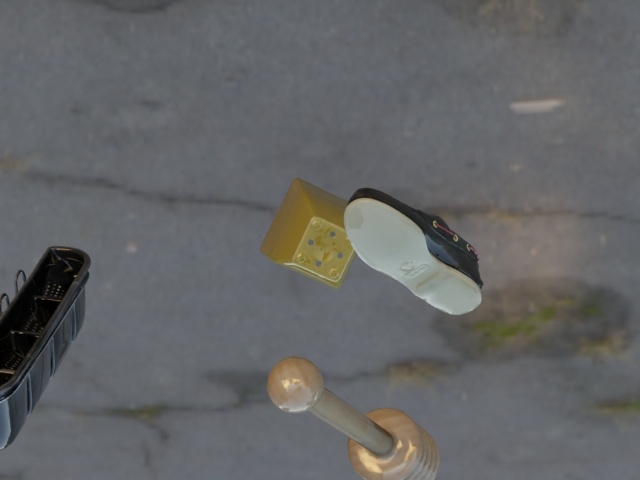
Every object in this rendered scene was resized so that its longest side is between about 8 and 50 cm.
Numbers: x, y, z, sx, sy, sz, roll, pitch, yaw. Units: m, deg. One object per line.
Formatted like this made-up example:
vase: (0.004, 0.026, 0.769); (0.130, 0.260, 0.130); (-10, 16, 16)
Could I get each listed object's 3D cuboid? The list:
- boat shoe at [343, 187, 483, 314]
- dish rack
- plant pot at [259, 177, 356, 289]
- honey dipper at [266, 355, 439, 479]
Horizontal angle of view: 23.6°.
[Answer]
boat shoe: (0.062, 0.002, 1.039); (0.049, 0.042, 0.133); (-27, 133, 32)
dish rack: (-0.328, 0.080, 1.178); (0.271, 0.208, 0.074); (3, 119, 11)
plant pot: (0.000, 0.000, 1.416); (0.081, 0.081, 0.083); (24, -172, -13)
honey dipper: (0.013, 0.066, 0.543); (0.030, 0.030, 0.161); (-6, 162, 14)
